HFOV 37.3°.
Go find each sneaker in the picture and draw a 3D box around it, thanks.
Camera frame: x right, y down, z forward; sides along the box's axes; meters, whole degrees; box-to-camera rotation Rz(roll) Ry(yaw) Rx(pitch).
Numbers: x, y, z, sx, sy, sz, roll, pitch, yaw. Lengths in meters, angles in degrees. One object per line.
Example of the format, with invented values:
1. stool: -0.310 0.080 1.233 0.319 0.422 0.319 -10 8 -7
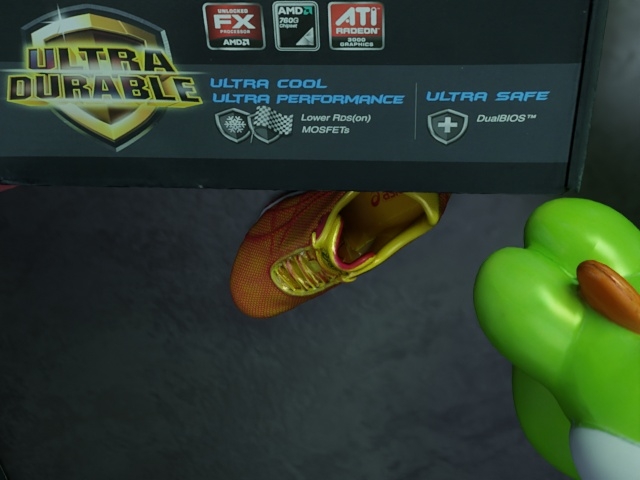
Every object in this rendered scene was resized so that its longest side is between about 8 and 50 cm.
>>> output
1. sneaker: 0.000 0.000 0.539 0.064 0.067 0.175 44 129 -11

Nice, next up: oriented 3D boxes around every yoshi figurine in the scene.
1. yoshi figurine: 0.221 0.129 0.445 0.362 0.203 0.203 47 139 14

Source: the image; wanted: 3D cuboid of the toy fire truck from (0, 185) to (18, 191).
1. toy fire truck: -0.188 -0.129 0.535 0.135 0.047 0.192 -17 121 25

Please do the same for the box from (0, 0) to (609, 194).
1. box: -0.025 -0.158 0.396 0.296 0.073 0.293 2 128 6

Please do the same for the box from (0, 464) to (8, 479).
1. box: -0.374 0.221 0.820 0.184 0.103 0.261 2 122 24
